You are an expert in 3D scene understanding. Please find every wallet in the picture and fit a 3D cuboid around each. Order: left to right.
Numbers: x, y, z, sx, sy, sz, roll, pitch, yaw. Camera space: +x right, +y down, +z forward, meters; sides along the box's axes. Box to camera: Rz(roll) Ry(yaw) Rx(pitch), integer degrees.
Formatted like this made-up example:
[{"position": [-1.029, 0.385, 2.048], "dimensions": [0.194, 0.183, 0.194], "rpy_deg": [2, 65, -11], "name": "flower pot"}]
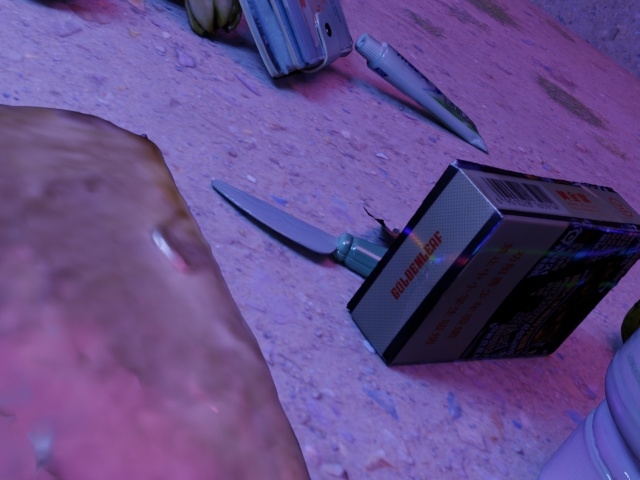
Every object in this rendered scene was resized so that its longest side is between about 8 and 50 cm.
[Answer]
[{"position": [-0.034, -0.331, 1.401], "dimensions": [0.176, 0.075, 0.250], "rpy_deg": [68, 23, -10], "name": "wallet"}]

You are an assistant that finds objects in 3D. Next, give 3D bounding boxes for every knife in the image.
[{"position": [0.000, 0.001, 1.031], "dimensions": [0.260, 0.035, 0.063], "rpy_deg": [23, 28, -12], "name": "knife"}]

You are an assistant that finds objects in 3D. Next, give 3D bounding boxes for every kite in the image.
[{"position": [0.102, 0.006, 1.102], "dimensions": [0.190, 0.010, 0.159], "rpy_deg": [38, 5, -30], "name": "kite"}]

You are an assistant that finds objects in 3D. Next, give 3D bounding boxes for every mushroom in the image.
[{"position": [-0.177, 0.113, 0.429], "dimensions": [0.313, 0.224, 0.397], "rpy_deg": [11, 36, -43], "name": "mushroom"}]

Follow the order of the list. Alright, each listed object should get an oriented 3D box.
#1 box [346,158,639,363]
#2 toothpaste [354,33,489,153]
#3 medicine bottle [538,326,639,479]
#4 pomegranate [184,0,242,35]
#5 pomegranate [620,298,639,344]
[{"position": [0.198, 0.030, 1.014], "dimensions": [0.310, 0.198, 0.084], "rpy_deg": [4, 39, -46], "name": "box"}, {"position": [0.170, -0.236, 1.564], "dimensions": [0.296, 0.048, 0.075], "rpy_deg": [33, 25, -29], "name": "toothpaste"}, {"position": [0.359, 0.174, 0.848], "dimensions": [0.241, 0.302, 0.241], "rpy_deg": [26, 27, -15], "name": "medicine bottle"}, {"position": [-0.187, -0.408, 1.362], "dimensions": [0.241, 0.159, 0.190], "rpy_deg": [58, 29, -19], "name": "pomegranate"}, {"position": [0.458, 0.132, 1.256], "dimensions": [0.161, 0.122, 0.122], "rpy_deg": [52, 16, -33], "name": "pomegranate"}]
